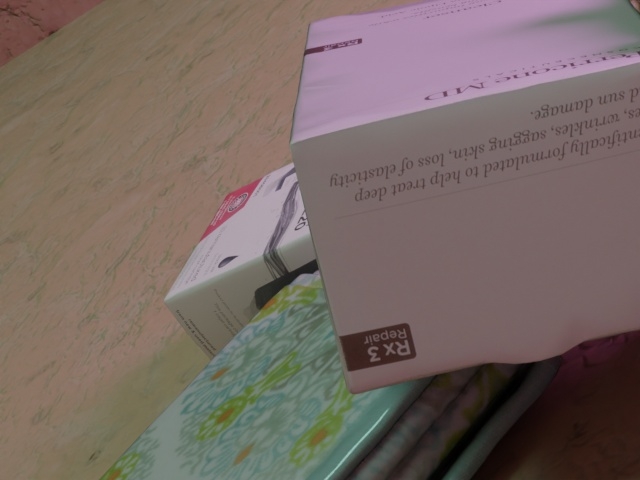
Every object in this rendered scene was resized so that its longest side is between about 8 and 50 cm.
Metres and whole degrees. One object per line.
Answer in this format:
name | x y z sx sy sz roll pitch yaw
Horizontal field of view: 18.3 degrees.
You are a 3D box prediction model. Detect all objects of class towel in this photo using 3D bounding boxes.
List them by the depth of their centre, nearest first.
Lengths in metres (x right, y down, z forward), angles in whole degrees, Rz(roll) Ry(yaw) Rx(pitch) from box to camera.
towel | -0.034 0.165 1.310 0.374 0.090 0.320 -46 18 -19

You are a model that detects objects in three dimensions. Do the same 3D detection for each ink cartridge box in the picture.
ink cartridge box | 0.000 0.000 1.596 0.218 0.092 0.158 -23 26 35

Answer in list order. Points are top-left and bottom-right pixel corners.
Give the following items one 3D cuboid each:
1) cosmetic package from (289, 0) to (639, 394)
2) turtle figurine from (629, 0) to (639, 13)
cosmetic package | 0.103 -0.055 1.211 0.217 0.156 0.385 -13 14 3
turtle figurine | 0.265 -0.233 1.475 0.266 0.198 0.274 -29 25 17
